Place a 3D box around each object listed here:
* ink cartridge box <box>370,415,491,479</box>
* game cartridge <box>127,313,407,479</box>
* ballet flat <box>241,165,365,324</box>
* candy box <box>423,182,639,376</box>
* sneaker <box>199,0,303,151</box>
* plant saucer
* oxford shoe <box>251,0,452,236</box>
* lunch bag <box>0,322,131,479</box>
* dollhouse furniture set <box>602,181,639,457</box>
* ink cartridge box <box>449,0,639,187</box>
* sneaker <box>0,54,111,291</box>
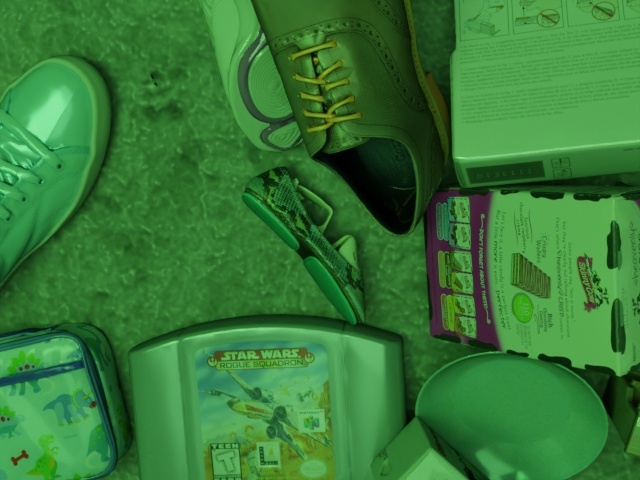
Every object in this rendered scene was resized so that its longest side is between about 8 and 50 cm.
[{"bbox_3d":[0.141,0.267,1.013,0.175,0.127,0.072,42,93,-5],"label":"ink cartridge box"},{"bbox_3d":[-0.056,0.180,1.104,0.297,0.062,0.198,-3,103,6],"label":"game cartridge"},{"bbox_3d":[0.000,0.000,1.066,0.070,0.070,0.188,-38,98,10],"label":"ballet flat"},{"bbox_3d":[0.204,0.027,0.972,0.071,0.233,0.159,-11,101,-37],"label":"candy box"},{"bbox_3d":[-0.063,-0.238,1.014,0.114,0.152,0.305,-17,120,-10],"label":"sneaker"},{"bbox_3d":[0.196,0.176,1.061,0.195,0.037,0.195,7,127,9],"label":"plant saucer"},{"bbox_3d":[0.022,-0.154,0.896,0.130,0.132,0.363,-14,132,28],"label":"oxford shoe"},{"bbox_3d":[-0.328,0.184,1.114,0.219,0.090,0.176,-11,95,6],"label":"lunch bag"},{"bbox_3d":[0.368,0.083,0.988,0.212,0.161,0.242,16,101,3],"label":"dollhouse furniture set"},{"bbox_3d":[0.261,-0.177,0.969,0.275,0.060,0.239,-5,62,15],"label":"ink cartridge box"},{"bbox_3d":[-0.343,-0.026,1.048,0.135,0.150,0.366,34,101,-1],"label":"sneaker"}]
